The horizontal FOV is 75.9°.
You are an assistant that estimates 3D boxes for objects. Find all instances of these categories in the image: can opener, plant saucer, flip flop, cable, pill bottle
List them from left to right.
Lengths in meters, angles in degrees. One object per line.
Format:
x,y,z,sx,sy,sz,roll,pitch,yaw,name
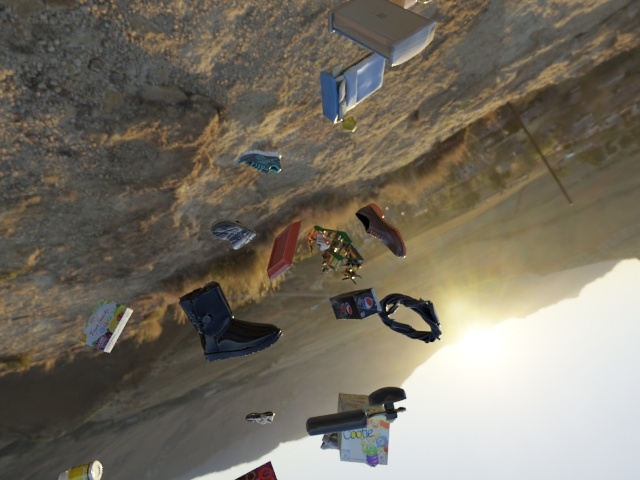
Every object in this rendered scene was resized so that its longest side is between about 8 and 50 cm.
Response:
-0.795,0.777,1.356,0.117,0.065,0.065,-15,162,-1,pill bottle
-0.333,-0.038,1.569,0.112,0.080,0.277,-34,158,8,flip flop
-0.192,0.047,2.059,0.048,0.258,0.259,23,149,-21,plant saucer
0.098,0.466,1.110,0.281,0.093,0.074,-12,158,-4,can opener
0.223,0.203,1.021,0.151,0.047,0.184,-5,133,30,cable

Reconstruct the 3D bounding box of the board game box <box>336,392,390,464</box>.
0.130,0.594,1.320,0.145,0.141,0.275,5,170,1,board game box

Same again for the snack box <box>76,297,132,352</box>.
-0.659,0.258,1.257,0.101,0.141,0.037,17,159,14,snack box

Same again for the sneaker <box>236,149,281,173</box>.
-0.202,-0.264,1.405,0.167,0.076,0.065,-8,166,-32,sneaker

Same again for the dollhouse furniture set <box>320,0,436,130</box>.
0.170,-0.435,1.035,0.286,0.198,0.303,-38,154,-21,dollhouse furniture set

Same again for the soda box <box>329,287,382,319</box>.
0.077,0.149,0.952,0.054,0.059,0.169,-19,176,-19,soda box

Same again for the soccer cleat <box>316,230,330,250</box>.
0.000,0.000,1.215,0.036,0.083,0.029,-37,129,2,soccer cleat

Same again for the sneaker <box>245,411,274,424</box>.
-0.233,0.685,1.570,0.109,0.043,0.040,4,-168,-17,sneaker

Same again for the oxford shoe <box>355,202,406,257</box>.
0.241,-0.028,1.664,0.099,0.271,0.096,-23,152,-27,oxford shoe

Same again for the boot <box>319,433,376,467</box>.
0.118,0.832,1.628,0.091,0.229,0.262,-57,161,-29,boot

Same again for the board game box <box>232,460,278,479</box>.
-0.200,0.924,1.343,0.209,0.347,0.056,-18,120,-19,board game box

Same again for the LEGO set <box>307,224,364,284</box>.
0.056,0.089,2.078,0.255,0.331,0.192,1,128,-42,LEGO set

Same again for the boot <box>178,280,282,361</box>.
-0.249,0.208,1.115,0.247,0.206,0.094,-17,-169,17,boot
